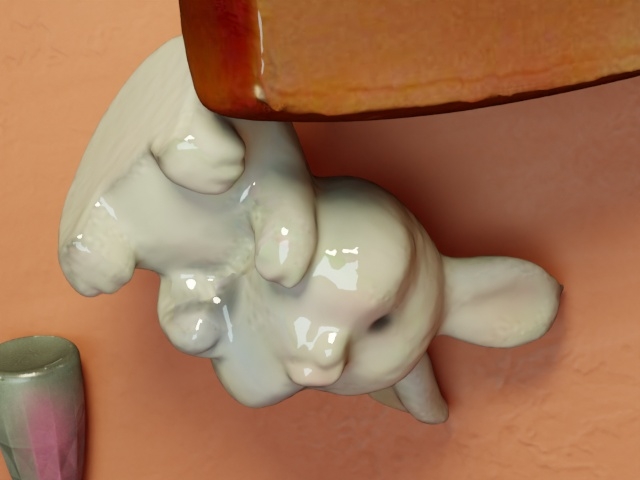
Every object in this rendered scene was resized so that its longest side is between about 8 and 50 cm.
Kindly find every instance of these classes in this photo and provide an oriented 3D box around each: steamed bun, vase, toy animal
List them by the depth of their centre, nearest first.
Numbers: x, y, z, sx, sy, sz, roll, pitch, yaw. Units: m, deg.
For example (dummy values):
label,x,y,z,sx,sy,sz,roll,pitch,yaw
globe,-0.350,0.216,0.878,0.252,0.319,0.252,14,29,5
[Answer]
label,x,y,z,sx,sy,sz,roll,pitch,yaw
steamed bun,0.082,-0.211,1.274,0.379,0.248,0.235,-11,111,-10
toy animal,-0.005,0.004,1.414,0.367,0.241,0.196,39,127,-12
vase,-0.235,0.194,1.611,0.086,0.086,0.214,1,112,17
